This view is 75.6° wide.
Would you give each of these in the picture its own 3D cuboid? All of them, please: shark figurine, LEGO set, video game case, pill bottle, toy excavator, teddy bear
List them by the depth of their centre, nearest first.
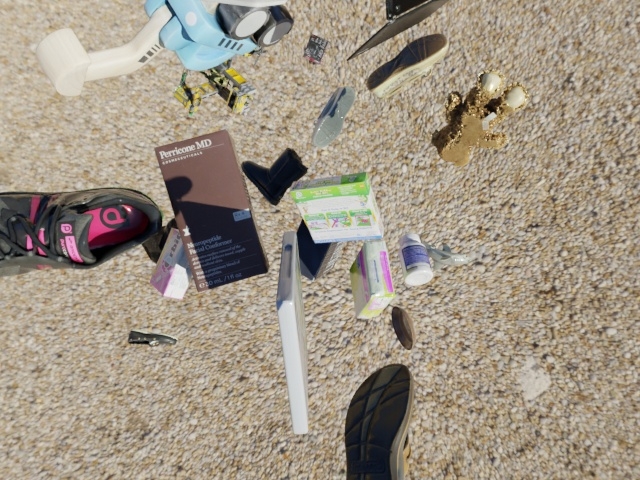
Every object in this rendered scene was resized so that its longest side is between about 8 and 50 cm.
[{"bbox_3d":[-0.057,0.188,0.909,0.036,0.300,0.329,-5,115,0],"label":"video game case"},{"bbox_3d":[-0.341,-0.480,0.949,0.445,0.433,0.222,-30,95,25],"label":"toy excavator"},{"bbox_3d":[-0.303,-0.522,1.323,0.192,0.255,0.331,42,128,4],"label":"LEGO set"},{"bbox_3d":[0.505,-0.396,1.334,0.244,0.338,0.113,13,54,6],"label":"teddy bear"},{"bbox_3d":[0.364,0.070,1.612,0.111,0.112,0.187,-10,55,6],"label":"pill bottle"},{"bbox_3d":[0.504,0.068,1.833,0.278,0.166,0.116,32,128,37],"label":"shark figurine"}]

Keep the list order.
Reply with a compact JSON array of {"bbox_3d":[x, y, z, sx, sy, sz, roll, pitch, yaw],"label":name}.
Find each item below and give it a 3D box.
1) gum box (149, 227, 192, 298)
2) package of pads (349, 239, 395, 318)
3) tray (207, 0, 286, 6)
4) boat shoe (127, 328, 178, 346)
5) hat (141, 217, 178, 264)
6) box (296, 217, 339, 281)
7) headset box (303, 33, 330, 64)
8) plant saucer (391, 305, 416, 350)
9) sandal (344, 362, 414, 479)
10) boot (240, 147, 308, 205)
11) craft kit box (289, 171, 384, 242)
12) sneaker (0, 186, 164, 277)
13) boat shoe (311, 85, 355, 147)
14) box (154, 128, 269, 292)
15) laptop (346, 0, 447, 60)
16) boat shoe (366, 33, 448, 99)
[{"bbox_3d":[-0.419,0.070,1.199,0.107,0.062,0.189,23,90,43],"label":"gum box"},{"bbox_3d":[0.195,0.163,1.599,0.101,0.297,0.229,-3,66,-9],"label":"package of pads"},{"bbox_3d":[-0.171,-0.402,0.658,0.270,0.145,0.030,16,126,17],"label":"tray"},{"bbox_3d":[-0.474,0.283,1.169,0.132,0.049,0.042,13,54,-16],"label":"boat shoe"},{"bbox_3d":[-0.459,-0.009,1.482,0.331,0.331,0.134,30,112,11],"label":"hat"},{"bbox_3d":[0.000,0.000,1.948,0.182,0.296,0.294,28,106,15],"label":"box"},{"bbox_3d":[-0.014,-0.607,1.320,0.062,0.032,0.083,26,115,5],"label":"headset box"},{"bbox_3d":[0.370,0.379,1.808,0.036,0.198,0.199,-14,80,-14],"label":"plant saucer"},{"bbox_3d":[0.077,0.257,0.490,0.089,0.060,0.220,-20,43,31],"label":"sandal"},{"bbox_3d":[-0.180,-0.286,1.619,0.207,0.094,0.246,-47,68,16],"label":"boot"},{"bbox_3d":[0.058,-0.098,1.343,0.249,0.247,0.061,-4,49,21],"label":"craft kit box"},{"bbox_3d":[-0.559,-0.020,0.846,0.202,0.482,0.186,11,117,48],"label":"sneaker"},{"bbox_3d":[0.049,-0.588,1.967,0.103,0.118,0.321,28,90,52],"label":"boat shoe"},{"bbox_3d":[-0.273,-0.074,1.085,0.191,0.143,0.382,-17,93,-5],"label":"box"},{"bbox_3d":[0.159,-0.486,0.748,0.234,0.265,0.136,-36,49,-20],"label":"laptop"},{"bbox_3d":[0.289,-0.564,1.349,0.285,0.089,0.105,-20,59,34],"label":"boat shoe"}]
